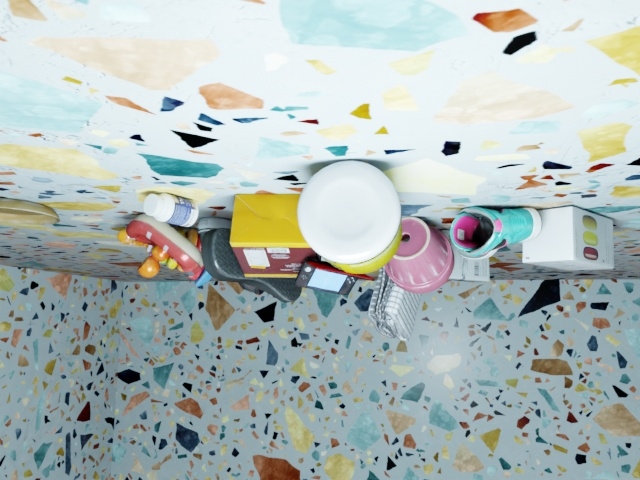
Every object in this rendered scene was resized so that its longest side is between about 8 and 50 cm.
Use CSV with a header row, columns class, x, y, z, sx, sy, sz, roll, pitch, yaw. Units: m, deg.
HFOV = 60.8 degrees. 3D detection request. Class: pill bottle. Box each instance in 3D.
class,x,y,z,sx,sy,sz,roll,pitch,yaw
pill bottle,0.073,-0.029,1.117,0.188,0.187,0.334,-1,171,9
pill bottle,-0.349,-0.073,1.271,0.067,0.067,0.120,-4,170,31

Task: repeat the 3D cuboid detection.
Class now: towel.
class,x,y,z,sx,sy,sz,roll,pitch,yaw
towel,0.238,0.174,1.744,0.121,0.234,0.283,10,159,24

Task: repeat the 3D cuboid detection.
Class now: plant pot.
class,x,y,z,sx,sy,sz,roll,pitch,yaw
plant pot,-0.801,-0.076,1.410,0.237,0.032,0.236,1,172,0
plant pot,0.262,0.029,1.532,0.202,0.201,0.180,-3,156,22

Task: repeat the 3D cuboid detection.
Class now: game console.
class,x,y,z,sx,sy,sz,roll,pitch,yaw
game console,0.029,0.094,1.245,0.144,0.085,0.124,13,125,-21

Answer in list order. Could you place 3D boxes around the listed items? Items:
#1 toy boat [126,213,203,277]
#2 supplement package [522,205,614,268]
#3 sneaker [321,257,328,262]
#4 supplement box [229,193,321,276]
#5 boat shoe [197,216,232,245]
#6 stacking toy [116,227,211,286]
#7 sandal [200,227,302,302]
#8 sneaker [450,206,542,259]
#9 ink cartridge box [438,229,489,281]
class,x,y,z,sx,sy,sz,roll,pitch,yaw
toy boat,-0.444,0.035,1.500,0.231,0.151,0.151,36,166,10
supplement package,0.647,0.001,1.421,0.244,0.138,0.134,8,170,-41
sneaker,0.094,0.011,1.754,0.282,0.106,0.162,-19,-141,-31
supplement box,-0.097,-0.007,1.302,0.192,0.129,0.194,0,153,4
boat shoe,-0.221,0.012,1.639,0.335,0.119,0.121,8,169,-39
stacking toy,-0.472,0.018,1.684,0.302,0.165,0.175,16,151,-21
sandal,-0.192,0.068,1.513,0.107,0.167,0.446,-11,158,27
sneaker,0.399,-0.010,1.408,0.179,0.123,0.295,-1,165,-23
ink cartridge box,0.435,0.052,1.735,0.209,0.152,0.087,8,170,-33
